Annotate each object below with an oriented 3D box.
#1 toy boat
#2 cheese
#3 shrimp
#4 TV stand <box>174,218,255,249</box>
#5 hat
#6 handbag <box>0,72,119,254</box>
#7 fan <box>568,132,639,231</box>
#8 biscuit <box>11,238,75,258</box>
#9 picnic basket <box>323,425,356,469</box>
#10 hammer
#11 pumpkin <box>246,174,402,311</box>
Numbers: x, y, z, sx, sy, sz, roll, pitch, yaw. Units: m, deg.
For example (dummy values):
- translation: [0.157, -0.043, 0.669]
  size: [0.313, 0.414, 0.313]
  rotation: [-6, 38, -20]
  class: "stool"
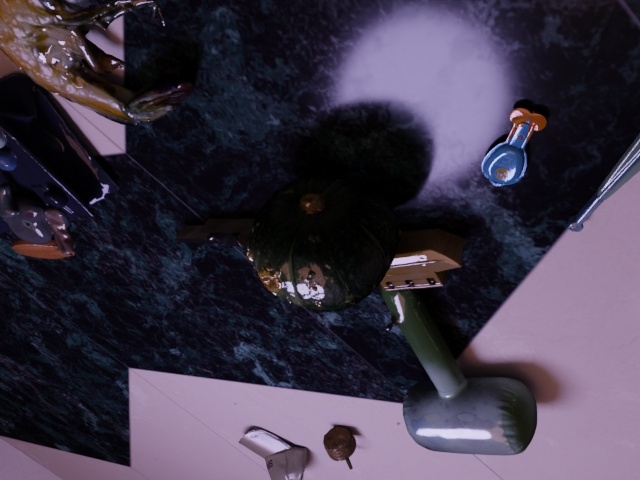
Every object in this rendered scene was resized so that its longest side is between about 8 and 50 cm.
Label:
- translation: [0.104, 0.029, 0.887]
  size: [0.200, 0.057, 0.077]
  rotation: [-7, 135, 35]
  class: "toy boat"
- translation: [0.209, -0.098, 0.714]
  size: [0.047, 0.017, 0.111]
  rotation: [20, 141, 5]
  class: "cheese"
- translation: [-0.238, -0.246, 0.773]
  size: [0.444, 0.085, 0.272]
  rotation: [-1, 138, 35]
  class: "shrimp"
- translation: [-0.118, -0.008, 0.993]
  size: [0.249, 0.036, 0.042]
  rotation: [2, 135, 30]
  class: "TV stand"
- translation: [-0.118, 0.519, 1.531]
  size: [0.175, 0.085, 0.147]
  rotation: [25, 142, 2]
  class: "hat"
- translation: [-0.503, -0.101, 1.065]
  size: [0.325, 0.118, 0.269]
  rotation: [-7, 130, 38]
  class: "handbag"
- translation: [0.316, -0.070, 0.682]
  size: [0.038, 0.016, 0.193]
  rotation: [25, 141, 2]
  class: "fan"
- translation: [-0.519, 0.018, 1.225]
  size: [0.102, 0.019, 0.130]
  rotation: [1, 168, -2]
  class: "biscuit"
- translation: [0.047, 0.431, 1.350]
  size: [0.072, 0.072, 0.083]
  rotation: [-4, 122, 34]
  class: "picnic basket"
- translation: [0.179, 0.189, 0.986]
  size: [0.206, 0.119, 0.336]
  rotation: [-14, 119, 38]
  class: "hammer"
- translation: [0.002, 0.000, 0.816]
  size: [0.190, 0.190, 0.146]
  rotation: [-8, 135, 36]
  class: "pumpkin"
